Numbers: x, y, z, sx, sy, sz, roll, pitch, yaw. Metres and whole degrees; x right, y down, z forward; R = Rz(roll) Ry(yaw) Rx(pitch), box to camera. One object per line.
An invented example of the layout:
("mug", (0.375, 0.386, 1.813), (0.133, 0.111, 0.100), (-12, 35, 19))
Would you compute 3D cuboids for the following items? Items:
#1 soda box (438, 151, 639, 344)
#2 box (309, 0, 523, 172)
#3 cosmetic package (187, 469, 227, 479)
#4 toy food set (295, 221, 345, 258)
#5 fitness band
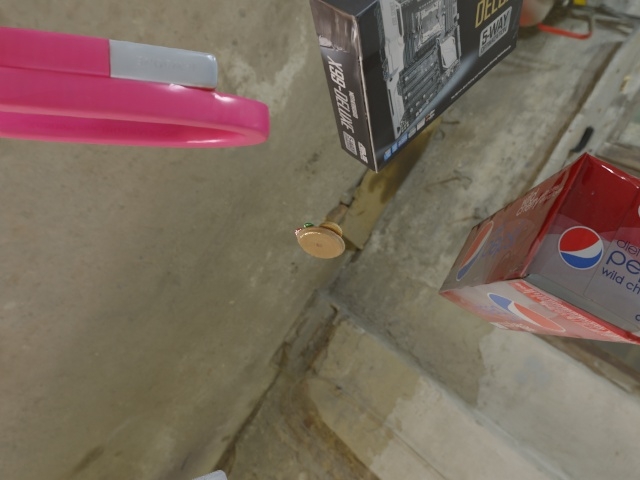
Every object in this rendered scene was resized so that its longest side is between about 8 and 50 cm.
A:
("soda box", (0.178, 0.022, 0.401), (0.092, 0.083, 0.263), (-60, 174, -5))
("box", (0.139, -0.270, 0.599), (0.307, 0.076, 0.242), (-42, 151, -14))
("cosmetic package", (-0.179, 0.237, 0.321), (0.230, 0.086, 0.117), (-21, 161, 11))
("toy food set", (0.000, 0.000, 0.778), (0.083, 0.082, 0.020), (67, 32, -48))
("fitness band", (-0.187, -0.116, 0.417), (0.290, 0.209, 0.055), (0, 92, -24))
